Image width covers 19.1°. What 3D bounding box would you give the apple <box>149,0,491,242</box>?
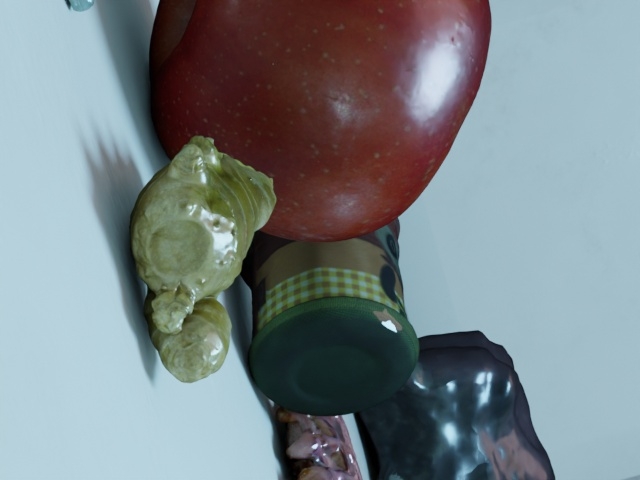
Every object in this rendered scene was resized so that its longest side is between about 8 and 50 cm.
[{"bbox_3d":[-0.008,-0.129,1.370,0.260,0.216,0.260,-50,-151,41],"label":"apple"}]

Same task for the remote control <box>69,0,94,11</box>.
[{"bbox_3d":[-0.163,-0.202,1.158,0.053,0.018,0.124,-100,172,-59],"label":"remote control"}]

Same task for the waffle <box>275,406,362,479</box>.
[{"bbox_3d":[0.016,0.221,1.568,0.234,0.055,0.221,-91,164,-68],"label":"waffle"}]

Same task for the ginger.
[{"bbox_3d":[-0.078,-0.012,1.153,0.115,0.081,0.205,56,20,-28],"label":"ginger"}]

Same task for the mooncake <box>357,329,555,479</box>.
[{"bbox_3d":[0.171,0.298,2.250,0.350,0.212,0.381,91,-14,-86],"label":"mooncake"}]

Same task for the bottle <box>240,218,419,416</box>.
[{"bbox_3d":[0.000,0.000,1.547,0.143,0.156,0.271,30,36,-32],"label":"bottle"}]
